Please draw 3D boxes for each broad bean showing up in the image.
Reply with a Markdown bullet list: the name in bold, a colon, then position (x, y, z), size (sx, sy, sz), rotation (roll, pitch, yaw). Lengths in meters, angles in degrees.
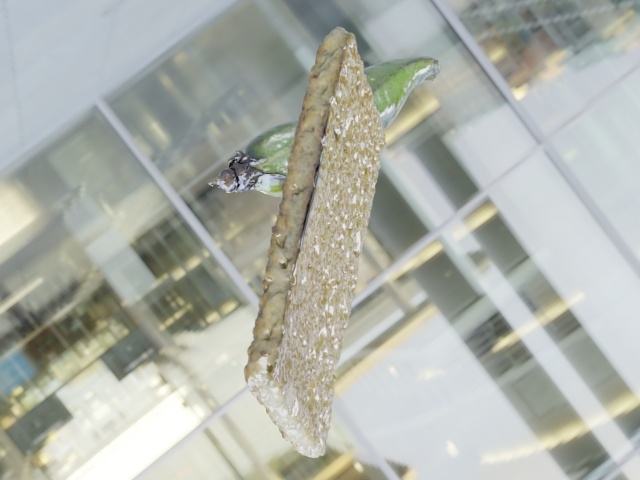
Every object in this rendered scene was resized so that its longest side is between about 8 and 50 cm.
- **broad bean**: position (0.010, -0.101, 1.117), size (0.339, 0.061, 0.077), rotation (-39, 170, -45)

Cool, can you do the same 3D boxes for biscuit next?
- **biscuit**: position (0.000, 0.000, 0.722), size (0.131, 0.025, 0.231), rotation (67, 31, -58)
